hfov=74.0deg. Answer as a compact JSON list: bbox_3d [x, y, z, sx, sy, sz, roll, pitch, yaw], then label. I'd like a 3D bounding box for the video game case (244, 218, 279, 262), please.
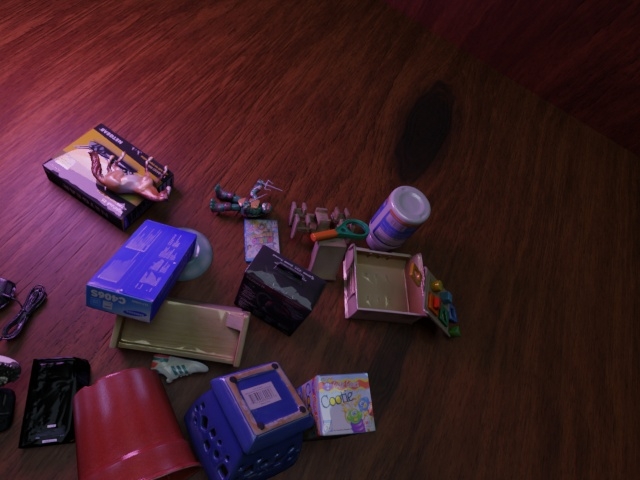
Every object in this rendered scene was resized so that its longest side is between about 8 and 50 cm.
[{"bbox_3d":[-0.205,0.001,1.490,0.119,0.015,0.166,2,62,-18],"label":"video game case"}]

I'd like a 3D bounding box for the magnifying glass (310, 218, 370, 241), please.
[{"bbox_3d":[0.069,-0.028,1.430,0.231,0.026,0.092,-10,46,-35],"label":"magnifying glass"}]

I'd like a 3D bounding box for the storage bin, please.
[{"bbox_3d":[0.224,0.150,1.495,0.262,0.123,0.260,8,61,-15],"label":"storage bin"}]

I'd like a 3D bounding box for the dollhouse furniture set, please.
[{"bbox_3d":[0.000,0.000,1.518,0.212,0.161,0.242,5,39,-17],"label":"dollhouse furniture set"}]

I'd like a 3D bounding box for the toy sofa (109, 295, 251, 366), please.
[{"bbox_3d":[-0.393,0.251,1.229,0.362,0.177,0.150,12,84,-13],"label":"toy sofa"}]

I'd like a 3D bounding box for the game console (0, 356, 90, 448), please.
[{"bbox_3d":[-0.781,0.404,1.053,0.361,0.044,0.213,2,60,-19],"label":"game console"}]

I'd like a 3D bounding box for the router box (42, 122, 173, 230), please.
[{"bbox_3d":[-0.687,-0.213,1.398,0.308,0.081,0.243,34,57,1],"label":"router box"}]

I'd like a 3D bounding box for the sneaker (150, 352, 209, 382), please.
[{"bbox_3d":[-0.401,0.368,1.205,0.161,0.057,0.075,16,75,-12],"label":"sneaker"}]

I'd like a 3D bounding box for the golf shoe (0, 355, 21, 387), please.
[{"bbox_3d":[-0.858,0.283,1.031,0.272,0.105,0.120,5,35,-3],"label":"golf shoe"}]

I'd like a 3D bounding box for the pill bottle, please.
[{"bbox_3d":[0.267,-0.063,1.537,0.152,0.272,0.152,8,61,-14],"label":"pill bottle"}]

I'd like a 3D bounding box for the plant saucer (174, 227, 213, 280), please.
[{"bbox_3d":[-0.446,0.035,1.374,0.195,0.037,0.195,8,61,-15],"label":"plant saucer"}]

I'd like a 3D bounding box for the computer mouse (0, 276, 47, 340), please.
[{"bbox_3d":[-0.903,0.170,1.131,0.262,0.060,0.184,24,53,-20],"label":"computer mouse"}]

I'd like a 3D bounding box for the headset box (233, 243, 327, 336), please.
[{"bbox_3d":[-0.124,0.152,1.270,0.218,0.293,0.110,30,57,-1],"label":"headset box"}]

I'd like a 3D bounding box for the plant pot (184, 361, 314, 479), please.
[{"bbox_3d":[-0.172,0.451,1.070,0.236,0.212,0.236,-2,41,-43],"label":"plant pot"}]

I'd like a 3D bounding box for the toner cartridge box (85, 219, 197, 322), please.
[{"bbox_3d":[-0.480,0.071,1.182,0.165,0.075,0.348,16,29,-4],"label":"toner cartridge box"}]

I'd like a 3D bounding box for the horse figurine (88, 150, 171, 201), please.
[{"bbox_3d":[-0.596,-0.200,1.336,0.263,0.066,0.174,11,54,-17],"label":"horse figurine"}]

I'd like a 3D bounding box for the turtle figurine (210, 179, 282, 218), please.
[{"bbox_3d":[-0.255,-0.134,1.483,0.234,0.118,0.175,4,31,-1],"label":"turtle figurine"}]

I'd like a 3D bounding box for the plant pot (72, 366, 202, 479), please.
[{"bbox_3d":[-0.456,0.469,1.015,0.272,0.272,0.265,-15,61,-26],"label":"plant pot"}]

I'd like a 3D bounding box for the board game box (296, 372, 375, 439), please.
[{"bbox_3d":[0.023,0.463,1.163,0.144,0.275,0.142,3,62,-17],"label":"board game box"}]

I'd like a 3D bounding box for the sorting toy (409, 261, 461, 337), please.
[{"bbox_3d":[0.411,0.207,1.464,0.347,0.047,0.196,44,40,-33],"label":"sorting toy"}]
